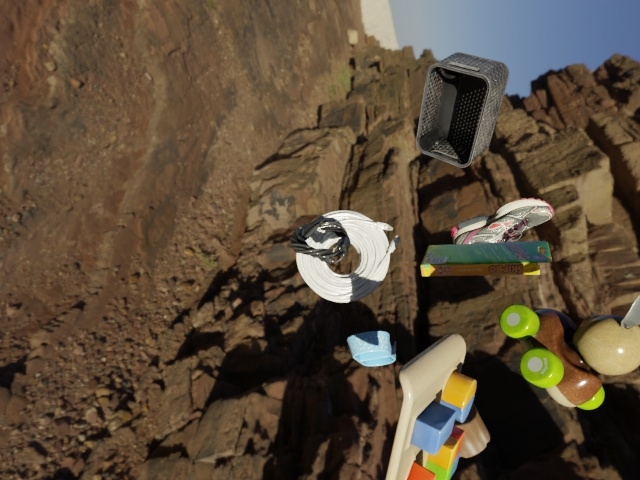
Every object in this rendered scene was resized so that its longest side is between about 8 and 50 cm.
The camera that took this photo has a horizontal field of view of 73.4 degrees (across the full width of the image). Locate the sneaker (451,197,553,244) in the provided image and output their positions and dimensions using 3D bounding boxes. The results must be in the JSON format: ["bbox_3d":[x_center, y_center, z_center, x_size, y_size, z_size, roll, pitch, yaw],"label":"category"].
[{"bbox_3d":[0.561,-0.028,1.319,0.121,0.299,0.112,43,32,-39],"label":"sneaker"}]

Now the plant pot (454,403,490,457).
[{"bbox_3d":[0.418,0.552,1.311,0.165,0.166,0.167,58,16,-1],"label":"plant pot"}]

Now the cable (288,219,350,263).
[{"bbox_3d":[0.000,0.000,1.076,0.185,0.150,0.047,-73,167,-61],"label":"cable"}]

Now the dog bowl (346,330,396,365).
[{"bbox_3d":[0.208,0.431,1.683,0.297,0.165,0.074,52,28,-57],"label":"dog bowl"}]

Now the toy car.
[{"bbox_3d":[0.391,0.135,0.611,0.155,0.188,0.149,29,35,-30],"label":"toy car"}]

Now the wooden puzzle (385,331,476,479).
[{"bbox_3d":[0.221,0.383,0.830,0.322,0.080,0.348,-4,102,-56],"label":"wooden puzzle"}]

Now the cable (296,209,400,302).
[{"bbox_3d":[0.064,0.043,1.201,0.089,0.257,0.257,86,28,-83],"label":"cable"}]

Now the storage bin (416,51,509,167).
[{"bbox_3d":[0.266,-0.248,0.819,0.084,0.122,0.180,-37,143,-35],"label":"storage bin"}]

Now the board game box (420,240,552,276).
[{"bbox_3d":[0.362,0.039,0.949,0.124,0.259,0.039,-43,123,-59],"label":"board game box"}]
